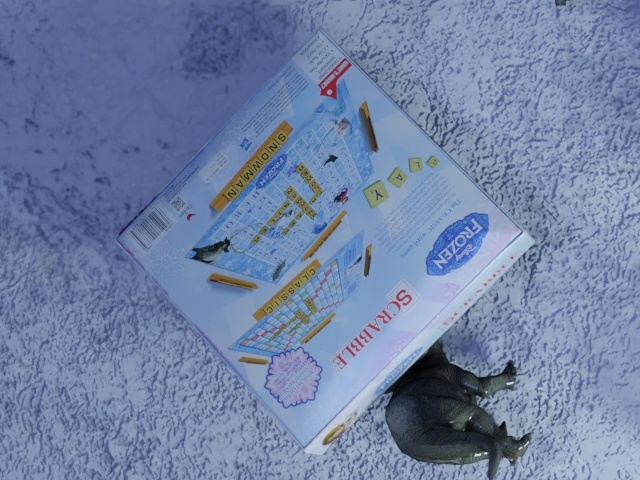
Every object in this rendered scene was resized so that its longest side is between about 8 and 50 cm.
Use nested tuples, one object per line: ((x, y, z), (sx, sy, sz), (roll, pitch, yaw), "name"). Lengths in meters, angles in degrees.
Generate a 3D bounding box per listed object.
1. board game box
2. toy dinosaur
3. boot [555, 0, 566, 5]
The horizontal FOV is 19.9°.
((0.000, 0.000, 1.890), (0.319, 0.066, 0.318), (-45, 71, 6), "board game box")
((0.128, 0.187, 1.893), (0.160, 0.313, 0.121), (5, 120, -5), "toy dinosaur")
((0.363, -0.334, 1.858), (0.229, 0.091, 0.263), (9, 132, -5), "boot")
